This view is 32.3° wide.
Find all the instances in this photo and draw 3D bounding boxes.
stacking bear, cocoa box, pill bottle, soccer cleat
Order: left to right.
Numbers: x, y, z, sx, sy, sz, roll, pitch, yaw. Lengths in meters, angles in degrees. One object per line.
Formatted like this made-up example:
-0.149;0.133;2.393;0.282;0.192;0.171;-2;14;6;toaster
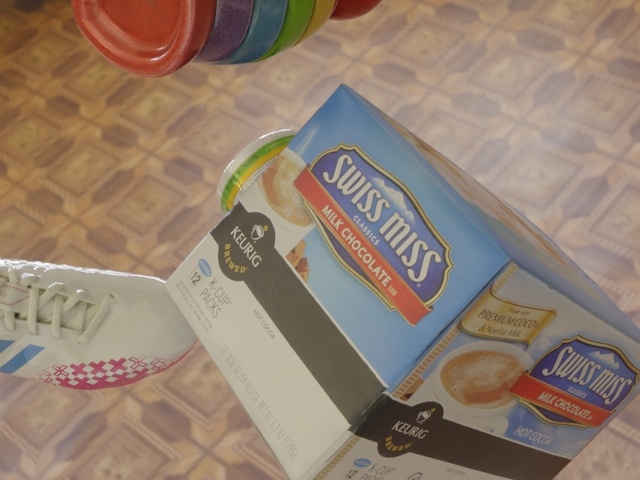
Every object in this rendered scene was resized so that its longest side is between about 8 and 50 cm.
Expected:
-0.282;0.072;1.047;0.331;0.143;0.116;-1;63;11;soccer cleat
-0.052;-0.246;1.008;0.289;0.175;0.164;-19;56;-40;stacking bear
0.000;0.000;1.258;0.136;0.136;0.245;-34;63;-11;pill bottle
0.094;0.071;0.940;0.228;0.347;0.231;-48;53;12;cocoa box
